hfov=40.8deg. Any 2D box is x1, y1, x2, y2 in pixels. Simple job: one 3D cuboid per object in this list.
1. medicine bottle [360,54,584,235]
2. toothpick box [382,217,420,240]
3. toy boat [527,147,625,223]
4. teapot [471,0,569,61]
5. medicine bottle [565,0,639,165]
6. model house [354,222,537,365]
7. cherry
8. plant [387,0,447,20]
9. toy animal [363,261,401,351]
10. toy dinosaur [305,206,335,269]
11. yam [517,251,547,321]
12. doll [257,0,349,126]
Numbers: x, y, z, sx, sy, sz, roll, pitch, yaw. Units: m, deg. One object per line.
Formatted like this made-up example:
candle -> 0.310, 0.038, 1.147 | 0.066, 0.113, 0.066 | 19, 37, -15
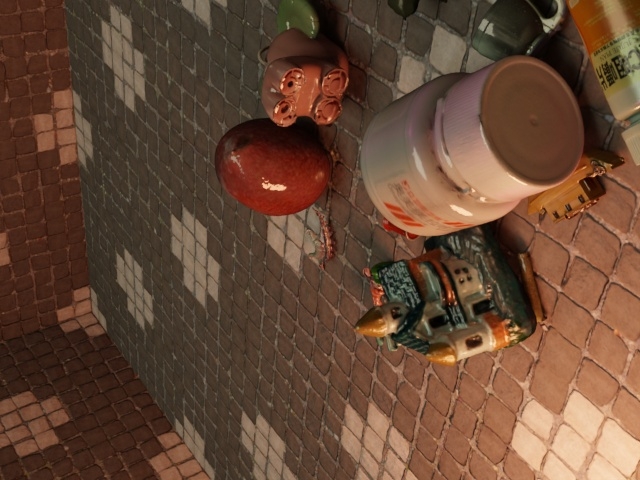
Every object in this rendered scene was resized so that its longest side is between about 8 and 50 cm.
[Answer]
medicine bottle -> 0.244, -0.152, 1.419 | 0.325, 0.256, 0.256 | -17, 92, 59
toothpick box -> 0.171, -0.032, 1.806 | 0.083, 0.047, 0.047 | 27, 128, 51
toy boat -> 0.410, -0.084, 1.386 | 0.077, 0.057, 0.200 | 60, 147, 9
teapot -> 0.323, -0.340, 1.366 | 0.108, 0.149, 0.111 | 40, -179, 15
medicine bottle -> 0.433, -0.274, 1.143 | 0.158, 0.158, 0.318 | -28, 81, 59
model house -> 0.204, 0.120, 1.583 | 0.184, 0.291, 0.253 | 136, 113, -75
cherry -> -0.117, -0.170, 1.972 | 0.261, 0.307, 0.221 | 26, 103, 27
plant -> 0.131, -0.539, 1.448 | 0.215, 0.213, 0.312 | 50, 180, 32
toy animal -> 0.140, 0.147, 1.935 | 0.103, 0.100, 0.208 | -79, -20, -68
toy dinosaur -> 0.002, -0.001, 2.098 | 0.082, 0.039, 0.208 | 36, 146, 40
yam -> 0.382, 0.082, 1.555 | 0.027, 0.033, 0.129 | -46, -56, -82
doll -> -0.060, -0.364, 1.831 | 0.268, 0.216, 0.284 | 47, 131, 43
